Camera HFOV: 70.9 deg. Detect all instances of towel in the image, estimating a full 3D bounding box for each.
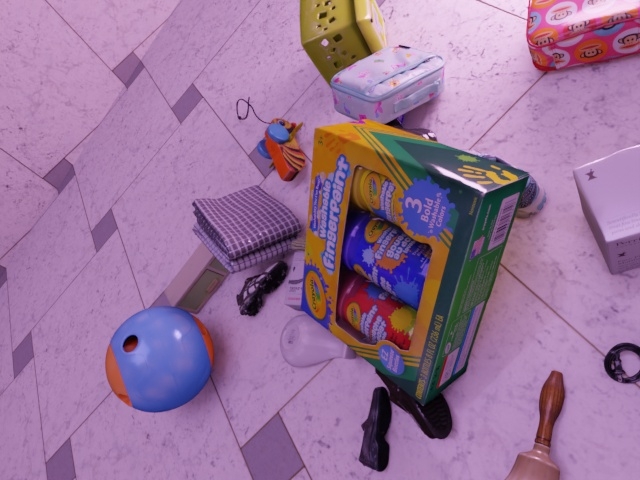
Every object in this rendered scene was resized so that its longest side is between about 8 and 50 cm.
[{"bbox_3d":[0.000,0.000,1.217,0.148,0.110,0.027,3,115,40],"label":"towel"},{"bbox_3d":[-0.222,-0.050,1.311,0.235,0.121,0.283,-26,45,-27],"label":"towel"}]

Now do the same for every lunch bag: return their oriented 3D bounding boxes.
[{"bbox_3d":[0.615,-0.527,0.991,0.293,0.120,0.258,0,69,36],"label":"lunch bag"},{"bbox_3d":[0.186,-0.418,1.192,0.279,0.108,0.224,-34,43,-19],"label":"lunch bag"}]

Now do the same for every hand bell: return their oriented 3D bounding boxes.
[{"bbox_3d":[0.394,0.347,0.790,0.126,0.126,0.242,9,62,38],"label":"hand bell"}]

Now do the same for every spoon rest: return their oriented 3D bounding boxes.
[{"bbox_3d":[-0.006,0.259,1.127,0.276,0.084,0.137,-4,66,49],"label":"spoon rest"}]

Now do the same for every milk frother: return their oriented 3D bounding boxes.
[{"bbox_3d":[0.536,0.210,0.709,0.143,0.134,0.129,-23,57,26],"label":"milk frother"}]

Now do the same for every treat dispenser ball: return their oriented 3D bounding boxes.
[{"bbox_3d":[-0.446,0.329,1.260,0.288,0.288,0.288,-15,62,30],"label":"treat dispenser ball"}]

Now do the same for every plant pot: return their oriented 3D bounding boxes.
[{"bbox_3d":[0.079,-0.631,1.362,0.207,0.227,0.228,-13,62,24],"label":"plant pot"}]

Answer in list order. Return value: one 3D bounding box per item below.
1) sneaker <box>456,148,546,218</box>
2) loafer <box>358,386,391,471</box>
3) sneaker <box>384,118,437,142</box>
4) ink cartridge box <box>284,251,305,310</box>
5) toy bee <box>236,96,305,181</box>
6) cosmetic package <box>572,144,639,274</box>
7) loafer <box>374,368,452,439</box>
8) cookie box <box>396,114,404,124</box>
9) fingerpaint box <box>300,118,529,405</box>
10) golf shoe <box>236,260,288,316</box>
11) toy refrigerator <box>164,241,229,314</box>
[{"bbox_3d":[0.362,-0.159,1.004,0.283,0.122,0.110,35,93,43],"label":"sneaker"},{"bbox_3d":[0.114,0.404,0.976,0.061,0.062,0.170,-7,65,38],"label":"loafer"},{"bbox_3d":[0.164,-0.259,1.156,0.286,0.130,0.109,28,123,54],"label":"sneaker"},{"bbox_3d":[-0.025,0.111,1.202,0.109,0.063,0.151,-3,67,34],"label":"ink cartridge box"},{"bbox_3d":[-0.118,-0.331,1.423,0.195,0.162,0.299,-17,91,46],"label":"toy bee"},{"bbox_3d":[0.554,-0.053,0.781,0.151,0.183,0.152,-22,58,27],"label":"cosmetic package"},{"bbox_3d":[0.192,0.326,0.954,0.220,0.080,0.078,55,136,39],"label":"loafer"},{"bbox_3d":[0.182,-0.354,1.277,0.107,0.040,0.092,7,75,38],"label":"cookie box"},{"bbox_3d":[0.143,0.029,0.896,0.371,0.163,0.445,32,128,38],"label":"fingerpaint box"},{"bbox_3d":[-0.179,0.123,1.300,0.198,0.077,0.094,-49,50,6],"label":"golf shoe"},{"bbox_3d":[-0.364,0.100,1.426,0.270,0.102,0.094,-51,50,5],"label":"toy refrigerator"}]
